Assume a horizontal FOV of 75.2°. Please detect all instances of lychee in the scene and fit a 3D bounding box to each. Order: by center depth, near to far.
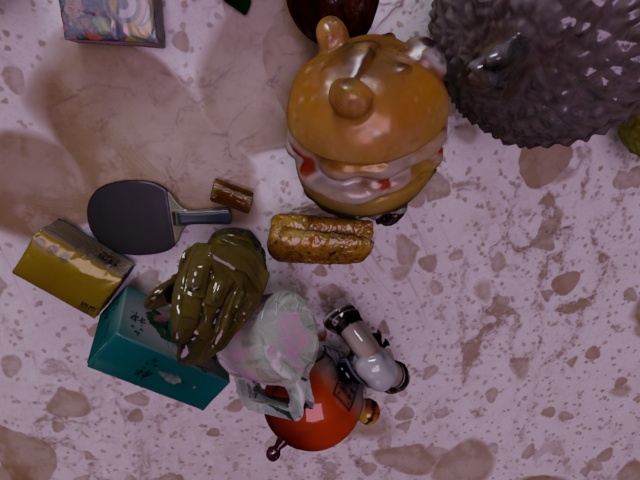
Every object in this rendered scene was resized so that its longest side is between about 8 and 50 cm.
[{"bbox_3d":[0.363,-0.335,0.609,0.432,0.380,0.380,-36,112,-20],"label":"lychee"}]

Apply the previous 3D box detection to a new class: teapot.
[{"bbox_3d":[-0.097,0.213,0.800,0.178,0.163,0.221,-18,108,33],"label":"teapot"}]

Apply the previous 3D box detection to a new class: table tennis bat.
[{"bbox_3d":[-0.314,-0.044,0.815,0.274,0.021,0.154,-2,112,-5],"label":"table tennis bat"}]

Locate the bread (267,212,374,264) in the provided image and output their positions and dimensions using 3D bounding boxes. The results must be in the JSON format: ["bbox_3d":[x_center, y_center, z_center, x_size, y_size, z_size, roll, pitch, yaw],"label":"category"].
[{"bbox_3d":[0.000,0.000,0.822,0.211,0.114,0.083,1,69,-8],"label":"bread"}]

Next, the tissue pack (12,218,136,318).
[{"bbox_3d":[-0.468,0.056,0.794,0.169,0.082,0.120,37,108,-18],"label":"tissue pack"}]

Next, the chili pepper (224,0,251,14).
[{"bbox_3d":[-0.172,-0.442,0.641,0.224,0.061,0.098,24,132,-30],"label":"chili pepper"}]

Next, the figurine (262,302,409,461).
[{"bbox_3d":[0.013,0.320,0.895,0.323,0.196,0.320,-40,105,8],"label":"figurine"}]

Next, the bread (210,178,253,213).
[{"bbox_3d":[-0.173,-0.085,0.809,0.083,0.036,0.047,19,108,-11],"label":"bread"}]

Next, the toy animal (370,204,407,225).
[{"bbox_3d":[0.140,-0.092,0.824,0.098,0.098,0.137,42,78,-19],"label":"toy animal"}]

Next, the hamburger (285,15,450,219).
[{"bbox_3d":[0.069,-0.201,0.647,0.276,0.276,0.237,-15,145,-2],"label":"hamburger"}]

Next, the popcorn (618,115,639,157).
[{"bbox_3d":[0.700,-0.230,0.806,0.212,0.198,0.198,14,111,-48],"label":"popcorn"}]

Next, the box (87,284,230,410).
[{"bbox_3d":[-0.304,0.211,0.815,0.092,0.153,0.245,-46,122,10],"label":"box"}]

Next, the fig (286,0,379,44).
[{"bbox_3d":[0.022,-0.375,0.667,0.149,0.148,0.202,-13,103,-23],"label":"fig"}]

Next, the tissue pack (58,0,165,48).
[{"bbox_3d":[-0.335,-0.375,0.669,0.148,0.060,0.109,0,109,-8],"label":"tissue pack"}]

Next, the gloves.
[{"bbox_3d":[-0.173,0.068,0.709,0.141,0.331,0.154,-42,104,16],"label":"gloves"}]
